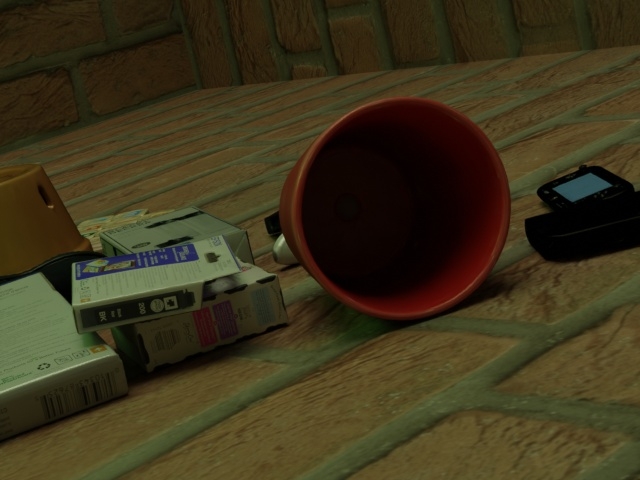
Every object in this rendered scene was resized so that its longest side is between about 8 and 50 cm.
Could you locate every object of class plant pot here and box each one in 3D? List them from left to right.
[{"bbox_3d":[-0.526,-0.002,2.201,0.291,0.203,0.291,-13,13,3],"label":"plant pot"},{"bbox_3d":[0.068,-0.040,1.711,0.275,0.275,0.243,-17,5,-15],"label":"plant pot"}]

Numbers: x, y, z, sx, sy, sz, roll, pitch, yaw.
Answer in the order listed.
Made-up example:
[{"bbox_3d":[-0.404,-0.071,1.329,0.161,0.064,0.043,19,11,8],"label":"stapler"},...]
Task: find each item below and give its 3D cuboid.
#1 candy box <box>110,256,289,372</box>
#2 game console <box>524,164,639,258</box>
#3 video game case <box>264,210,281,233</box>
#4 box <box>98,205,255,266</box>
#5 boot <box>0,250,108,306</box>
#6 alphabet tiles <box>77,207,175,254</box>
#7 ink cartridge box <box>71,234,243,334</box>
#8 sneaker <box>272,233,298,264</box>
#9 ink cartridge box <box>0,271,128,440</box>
[{"bbox_3d":[-0.163,0.092,1.749,0.196,0.070,0.165,-19,14,-19],"label":"candy box"},{"bbox_3d":[0.373,-0.049,1.868,0.213,0.044,0.361,-14,13,-2],"label":"game console"},{"bbox_3d":[0.058,-0.064,2.135,0.275,0.035,0.248,-16,0,-9],"label":"video game case"},{"bbox_3d":[-0.220,0.027,2.035,0.169,0.087,0.290,-17,14,-17],"label":"box"},{"bbox_3d":[-0.375,0.093,1.911,0.246,0.094,0.207,-12,17,-26],"label":"boot"},{"bbox_3d":[-0.412,-0.005,2.495,0.278,0.021,0.284,-11,13,10],"label":"alphabet tiles"},{"bbox_3d":[-0.207,0.052,1.696,0.208,0.045,0.206,-12,15,-7],"label":"ink cartridge box"},{"bbox_3d":[0.000,0.000,2.007,0.152,0.053,0.061,-19,17,-25],"label":"sneaker"},{"bbox_3d":[-0.431,0.159,1.652,0.304,0.072,0.307,-20,23,-22],"label":"ink cartridge box"}]
